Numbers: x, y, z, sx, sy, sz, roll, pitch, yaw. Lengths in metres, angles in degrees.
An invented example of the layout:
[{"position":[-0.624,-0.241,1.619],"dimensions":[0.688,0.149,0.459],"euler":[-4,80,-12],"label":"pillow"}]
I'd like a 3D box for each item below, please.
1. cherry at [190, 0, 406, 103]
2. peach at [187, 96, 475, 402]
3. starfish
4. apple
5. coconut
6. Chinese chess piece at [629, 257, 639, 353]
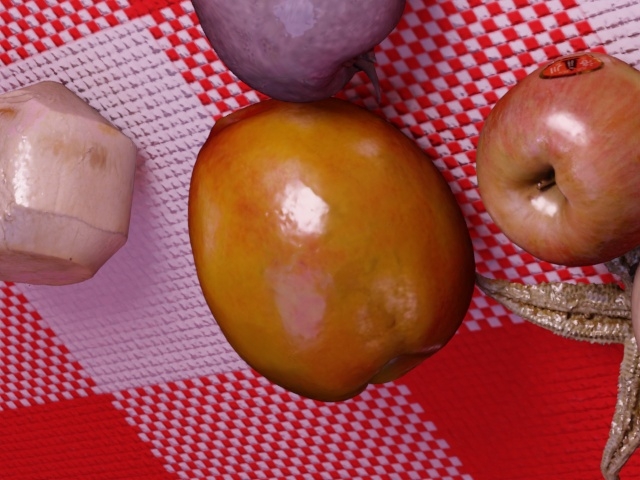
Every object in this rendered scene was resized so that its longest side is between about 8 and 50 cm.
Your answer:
[{"position":[-0.020,-0.237,1.804],"dimensions":[0.266,0.184,0.213],"euler":[35,137,-7],"label":"cherry"},{"position":[0.000,0.000,1.968],"dimensions":[0.332,0.308,0.308],"euler":[56,139,3],"label":"peach"},{"position":[0.354,0.070,1.951],"dimensions":[0.347,0.078,0.358],"euler":[-16,104,30],"label":"starfish"},{"position":[0.251,-0.081,1.804],"dimensions":[0.209,0.164,0.209],"euler":[20,130,26],"label":"apple"},{"position":[-0.324,-0.071,2.156],"dimensions":[0.241,0.241,0.241],"euler":[19,139,17],"label":"coconut"},{"position":[0.432,0.067,1.821],"dimensions":[0.273,0.102,0.273],"euler":[8,116,16],"label":"Chinese chess piece"}]
